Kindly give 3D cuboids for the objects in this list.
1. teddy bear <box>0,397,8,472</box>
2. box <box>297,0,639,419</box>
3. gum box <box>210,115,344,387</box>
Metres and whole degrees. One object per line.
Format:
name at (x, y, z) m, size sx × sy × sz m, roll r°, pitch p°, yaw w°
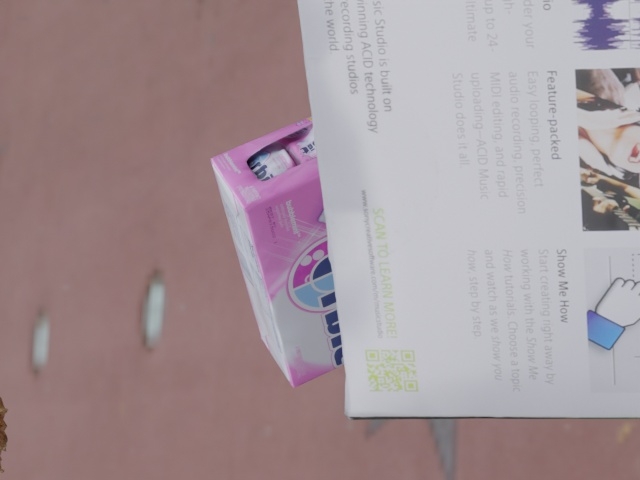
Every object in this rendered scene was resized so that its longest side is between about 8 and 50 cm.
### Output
teddy bear at (-0.261, -0.005, 0.879) m, size 0.113 × 0.245 × 0.338 m, roll -53°, pitch 28°, yaw 10°
box at (0.157, -0.044, 0.659) m, size 0.058 × 0.322 × 0.232 m, roll -71°, pitch -22°, yaw -57°
gum box at (0.000, 0.000, 1.296) m, size 0.062 × 0.107 × 0.188 m, roll 54°, pitch 164°, yaw 44°
